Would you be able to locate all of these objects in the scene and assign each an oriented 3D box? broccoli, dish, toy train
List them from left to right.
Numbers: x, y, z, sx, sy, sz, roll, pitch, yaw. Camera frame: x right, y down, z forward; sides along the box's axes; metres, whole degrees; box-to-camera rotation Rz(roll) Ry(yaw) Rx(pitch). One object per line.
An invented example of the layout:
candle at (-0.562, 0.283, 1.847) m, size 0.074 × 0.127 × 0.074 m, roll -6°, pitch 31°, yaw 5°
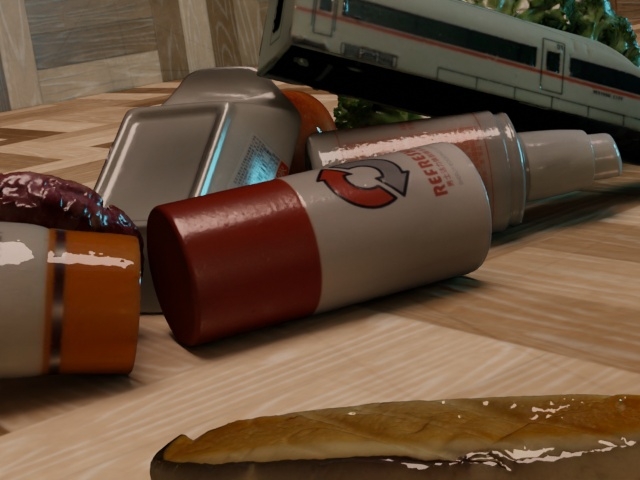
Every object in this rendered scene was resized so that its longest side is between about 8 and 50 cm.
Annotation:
dish at (-0.106, -0.057, 0.853) m, size 0.154 × 0.064 × 0.234 m, roll -2°, pitch 50°, yaw 21°
broccoli at (0.163, -0.151, 1.096) m, size 0.295 × 0.265 × 0.245 m, roll -10°, pitch 47°, yaw 19°
toy train at (0.155, -0.139, 0.934) m, size 0.407 × 0.088 × 0.086 m, roll 12°, pitch -14°, yaw -19°

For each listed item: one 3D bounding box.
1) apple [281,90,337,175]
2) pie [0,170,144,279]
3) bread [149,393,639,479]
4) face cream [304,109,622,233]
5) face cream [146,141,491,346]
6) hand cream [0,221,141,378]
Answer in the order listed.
apple at (-0.064, -0.066, 0.994) m, size 0.163 × 0.139 × 0.163 m, roll 4°, pitch 5°, yaw 0°
pie at (-0.191, 0.015, 0.741) m, size 0.154 × 0.153 × 0.038 m, roll -7°, pitch 46°, yaw 3°
bread at (0.035, 0.094, 0.432) m, size 0.214 × 0.053 × 0.073 m, roll -6°, pitch 9°, yaw 19°
face cream at (0.117, -0.052, 0.893) m, size 0.252 × 0.101 × 0.101 m, roll -9°, pitch 13°, yaw -4°
face cream at (0.000, 0.000, 0.751) m, size 0.214 × 0.095 × 0.096 m, roll -14°, pitch 15°, yaw -23°
hand cream at (-0.264, 0.029, 0.649) m, size 0.314 × 0.089 × 0.139 m, roll -1°, pitch 47°, yaw -15°
